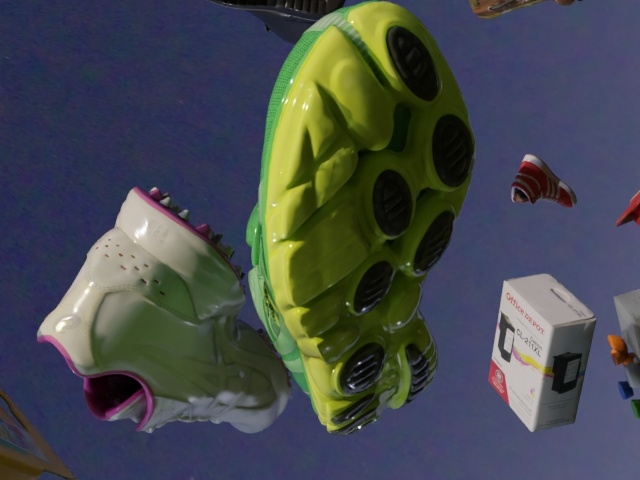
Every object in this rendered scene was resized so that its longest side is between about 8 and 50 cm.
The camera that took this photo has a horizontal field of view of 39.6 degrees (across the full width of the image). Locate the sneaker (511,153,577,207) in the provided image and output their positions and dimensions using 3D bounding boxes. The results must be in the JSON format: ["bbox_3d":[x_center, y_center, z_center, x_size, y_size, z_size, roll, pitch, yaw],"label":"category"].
[{"bbox_3d":[0.324,-0.066,1.300,0.118,0.042,0.067,38,-103,-27],"label":"sneaker"}]

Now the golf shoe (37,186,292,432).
[{"bbox_3d":[-0.112,0.090,0.673,0.140,0.115,0.306,-49,-31,-19],"label":"golf shoe"}]

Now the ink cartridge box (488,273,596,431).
[{"bbox_3d":[0.301,0.152,1.226,0.072,0.127,0.175,-7,-61,-18],"label":"ink cartridge box"}]

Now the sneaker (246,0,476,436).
[{"bbox_3d":[0.000,0.000,0.464,0.109,0.123,0.295,-29,-32,-20],"label":"sneaker"}]

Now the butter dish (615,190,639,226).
[{"bbox_3d":[0.480,-0.045,1.108,0.160,0.118,0.160,-22,-22,-24],"label":"butter dish"}]

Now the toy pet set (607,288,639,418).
[{"bbox_3d":[0.252,0.080,0.629,0.065,0.122,0.114,-16,-73,5],"label":"toy pet set"}]

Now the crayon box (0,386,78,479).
[{"bbox_3d":[-0.327,0.101,0.613,0.083,0.203,0.323,-47,-28,-8],"label":"crayon box"}]

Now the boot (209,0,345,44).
[{"bbox_3d":[-0.077,-0.269,1.000,0.198,0.137,0.077,18,-99,-4],"label":"boot"}]

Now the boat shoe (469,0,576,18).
[{"bbox_3d":[0.357,-0.400,1.286,0.110,0.307,0.104,-54,-49,-46],"label":"boat shoe"}]
